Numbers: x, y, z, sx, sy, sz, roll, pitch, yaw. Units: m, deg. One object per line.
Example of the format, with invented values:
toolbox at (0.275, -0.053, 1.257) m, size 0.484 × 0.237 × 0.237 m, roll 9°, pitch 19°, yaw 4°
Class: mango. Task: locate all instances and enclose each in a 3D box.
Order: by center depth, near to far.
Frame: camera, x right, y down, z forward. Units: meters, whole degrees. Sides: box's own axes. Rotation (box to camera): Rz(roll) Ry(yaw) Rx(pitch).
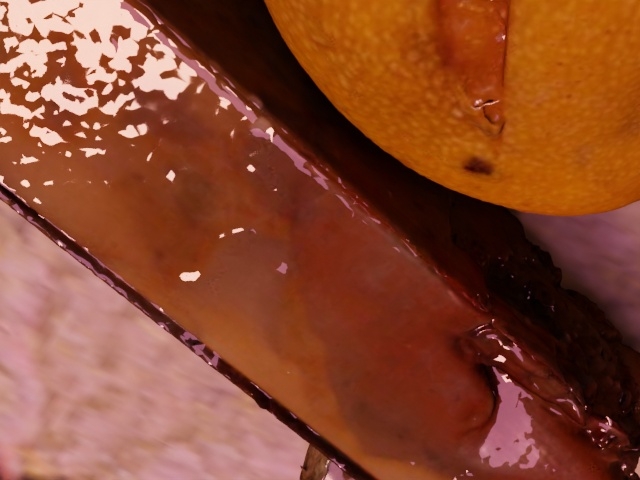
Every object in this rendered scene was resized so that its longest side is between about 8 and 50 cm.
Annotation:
mango at (0.057, -0.120, 0.384) m, size 0.177 × 0.120 × 0.295 m, roll 5°, pitch 126°, yaw 8°

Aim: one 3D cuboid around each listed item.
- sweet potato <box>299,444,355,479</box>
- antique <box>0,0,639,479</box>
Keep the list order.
sweet potato at (0.097, 0.171, 0.614) m, size 0.286 × 0.085 × 0.112 m, roll 40°, pitch 100°, yaw -12°
antique at (0.000, 0.000, 0.500) m, size 0.310 × 0.087 × 0.093 m, roll 41°, pitch 119°, yaw -19°
